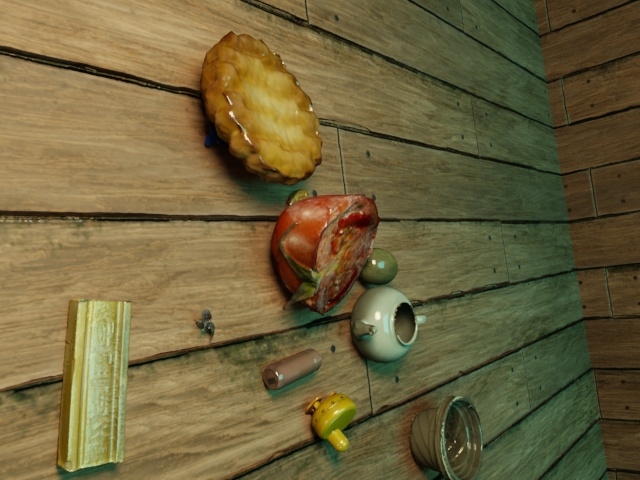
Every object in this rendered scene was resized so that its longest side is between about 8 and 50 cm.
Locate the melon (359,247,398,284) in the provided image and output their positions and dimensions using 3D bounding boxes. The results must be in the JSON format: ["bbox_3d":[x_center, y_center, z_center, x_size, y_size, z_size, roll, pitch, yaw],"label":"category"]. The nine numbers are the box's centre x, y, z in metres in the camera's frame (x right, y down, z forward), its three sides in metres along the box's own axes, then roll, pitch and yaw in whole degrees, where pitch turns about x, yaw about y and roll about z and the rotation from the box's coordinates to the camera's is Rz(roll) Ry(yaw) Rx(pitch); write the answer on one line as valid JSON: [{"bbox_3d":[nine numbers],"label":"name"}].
[{"bbox_3d":[0.145,0.067,1.411,0.131,0.098,0.097,21,66,-53],"label":"melon"}]

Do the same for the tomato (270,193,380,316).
[{"bbox_3d":[-0.006,0.000,1.199,0.309,0.170,0.308,-50,155,-34],"label":"tomato"}]

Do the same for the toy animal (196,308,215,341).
[{"bbox_3d":[-0.215,0.149,1.025,0.028,0.050,0.084,-23,142,-20],"label":"toy animal"}]

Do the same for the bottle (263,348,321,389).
[{"bbox_3d":[-0.057,0.270,1.165,0.140,0.053,0.053,-12,91,-49],"label":"bottle"}]

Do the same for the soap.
[{"bbox_3d":[-0.346,0.216,0.852,0.092,0.037,0.251,12,74,-47],"label":"soap"}]

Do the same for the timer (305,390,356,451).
[{"bbox_3d":[0.035,0.392,1.203,0.107,0.109,0.107,-30,144,-25],"label":"timer"}]

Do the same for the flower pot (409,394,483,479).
[{"bbox_3d":[0.330,0.537,1.493,0.236,0.141,0.235,16,69,-48],"label":"flower pot"}]

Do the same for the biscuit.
[{"bbox_3d":[-0.121,-0.259,1.134,0.326,0.107,0.325,34,44,-40],"label":"biscuit"}]

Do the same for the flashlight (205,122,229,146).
[{"bbox_3d":[-0.186,-0.206,1.134,0.121,0.035,0.057,18,93,-50],"label":"flashlight"}]

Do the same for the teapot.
[{"bbox_3d":[0.167,0.209,1.381,0.294,0.130,0.193,0,83,-49],"label":"teapot"}]

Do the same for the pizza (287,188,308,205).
[{"bbox_3d":[-0.052,-0.097,1.281,0.083,0.016,0.037,-42,112,-50],"label":"pizza"}]
